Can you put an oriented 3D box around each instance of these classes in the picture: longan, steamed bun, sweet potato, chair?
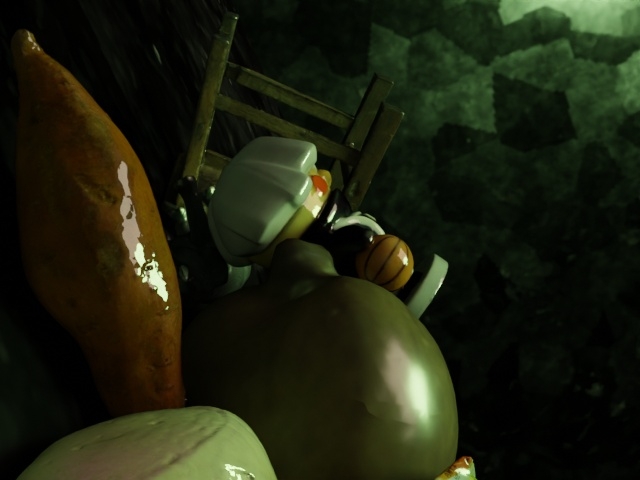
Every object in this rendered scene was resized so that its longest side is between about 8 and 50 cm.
[{"bbox_3d":[-0.009,0.149,0.862,0.243,0.300,0.300,7,53,-40],"label":"longan"},{"bbox_3d":[-0.085,0.184,0.622,0.239,0.153,0.170,-28,97,-80],"label":"steamed bun"},{"bbox_3d":[-0.167,0.008,0.749,0.112,0.112,0.359,0,70,-83],"label":"sweet potato"},{"bbox_3d":[-0.091,-0.040,1.276,0.241,0.416,0.203,20,20,-11],"label":"chair"}]

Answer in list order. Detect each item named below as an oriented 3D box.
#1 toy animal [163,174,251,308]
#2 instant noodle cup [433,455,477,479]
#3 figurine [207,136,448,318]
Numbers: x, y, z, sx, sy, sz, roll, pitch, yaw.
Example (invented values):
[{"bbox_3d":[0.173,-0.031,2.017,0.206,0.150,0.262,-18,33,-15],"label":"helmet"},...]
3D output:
[{"bbox_3d":[-0.140,0.009,1.044,0.269,0.082,0.137,-35,102,-80],"label":"toy animal"},{"bbox_3d":[0.100,0.314,0.685,0.200,0.264,0.264,37,-5,22],"label":"instant noodle cup"},{"bbox_3d":[0.000,0.000,0.986,0.236,0.133,0.176,35,-19,-1],"label":"figurine"}]
